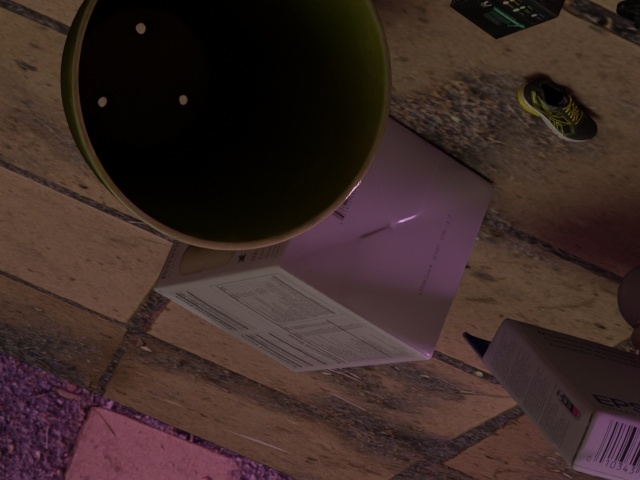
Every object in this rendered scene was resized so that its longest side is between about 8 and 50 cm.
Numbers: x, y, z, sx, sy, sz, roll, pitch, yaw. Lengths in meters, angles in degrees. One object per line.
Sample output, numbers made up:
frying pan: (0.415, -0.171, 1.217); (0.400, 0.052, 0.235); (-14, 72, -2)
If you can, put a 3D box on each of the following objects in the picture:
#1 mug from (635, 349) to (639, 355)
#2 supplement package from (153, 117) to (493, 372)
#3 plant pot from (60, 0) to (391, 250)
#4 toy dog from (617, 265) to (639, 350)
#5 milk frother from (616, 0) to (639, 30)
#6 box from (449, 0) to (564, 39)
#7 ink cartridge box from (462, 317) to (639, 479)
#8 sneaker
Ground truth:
mug: (0.432, 0.170, 2.162); (0.169, 0.150, 0.113); (14, 123, 9)
supplement package: (0.000, 0.000, 1.976); (0.198, 0.199, 0.262); (31, 159, -25)
plant pot: (-0.118, -0.140, 1.699); (0.274, 0.275, 0.293); (29, 174, -20)
toy dog: (0.415, 0.090, 1.837); (0.220, 0.161, 0.333); (25, 160, -9)
milk frother: (0.288, -0.114, 1.472); (0.143, 0.135, 0.129); (5, 154, 39)
box: (0.152, -0.201, 1.492); (0.052, 0.062, 0.083); (32, 158, -23)
ink cartridge box: (0.336, 0.166, 1.888); (0.324, 0.071, 0.330); (16, -165, -20)
sneaker: (0.213, -0.114, 1.703); (0.083, 0.031, 0.035); (28, 159, -18)
